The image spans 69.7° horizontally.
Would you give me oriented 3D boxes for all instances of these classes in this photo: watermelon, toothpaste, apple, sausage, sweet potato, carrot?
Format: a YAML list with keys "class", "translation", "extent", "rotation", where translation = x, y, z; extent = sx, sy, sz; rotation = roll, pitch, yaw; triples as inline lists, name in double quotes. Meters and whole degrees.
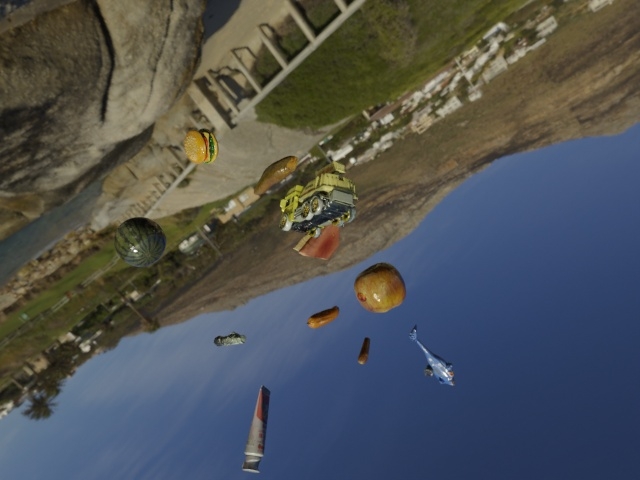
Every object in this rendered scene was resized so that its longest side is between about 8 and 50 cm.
- class: "watermelon"
  translation: [-0.752, 0.003, 1.919]
  extent: [0.212, 0.212, 0.212]
  rotation: [-36, -165, 11]
- class: "toothpaste"
  translation: [-0.186, 0.559, 1.372]
  extent: [0.057, 0.089, 0.234]
  rotation: [-1, -122, 13]
- class: "apple"
  translation: [0.244, 0.194, 1.881]
  extent: [0.211, 0.188, 0.211]
  rotation: [-26, 180, 0]
- class: "sausage"
  translation: [0.017, 0.325, 1.936]
  extent: [0.183, 0.062, 0.054]
  rotation: [-15, -145, -37]
- class: "sweet potato"
  translation: [-0.183, -0.240, 1.723]
  extent: [0.243, 0.077, 0.077]
  rotation: [-30, -163, 31]
- class: "carrot"
  translation: [0.141, 0.352, 1.464]
  extent: [0.032, 0.032, 0.093]
  rotation: [-27, -153, 38]

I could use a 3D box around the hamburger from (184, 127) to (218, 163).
- class: "hamburger"
  translation: [-0.521, -0.411, 2.011]
  extent: [0.162, 0.162, 0.115]
  rotation: [-25, 179, 44]

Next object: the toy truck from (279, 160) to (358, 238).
- class: "toy truck"
  translation: [-0.008, -0.113, 1.274]
  extent: [0.272, 0.124, 0.157]
  rotation: [-23, -121, 57]

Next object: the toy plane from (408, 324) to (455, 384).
- class: "toy plane"
  translation: [0.262, 0.272, 1.072]
  extent: [0.062, 0.167, 0.054]
  rotation: [-39, -178, 45]

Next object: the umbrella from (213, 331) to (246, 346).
- class: "umbrella"
  translation: [-0.369, 0.400, 1.855]
  extent: [0.188, 0.050, 0.046]
  rotation: [-15, -154, 45]

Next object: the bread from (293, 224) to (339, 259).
- class: "bread"
  translation: [-0.001, 0.000, 1.441]
  extent: [0.067, 0.119, 0.192]
  rotation: [18, -125, 44]
